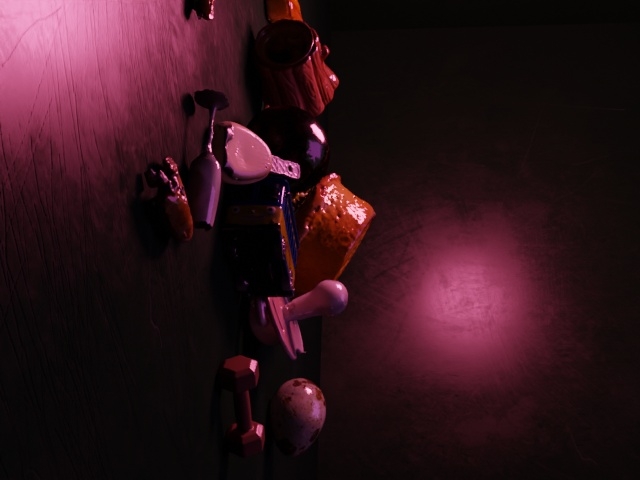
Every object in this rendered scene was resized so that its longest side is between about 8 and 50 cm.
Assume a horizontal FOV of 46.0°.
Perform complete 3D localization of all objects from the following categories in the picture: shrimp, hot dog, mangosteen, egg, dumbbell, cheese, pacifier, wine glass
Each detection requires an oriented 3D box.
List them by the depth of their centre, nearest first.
[{"bbox_3d":[-0.238,-0.070,1.194,0.187,0.051,0.133,90,-17,-67],"label":"shrimp"},{"bbox_3d":[-0.208,-0.139,1.362,0.074,0.074,0.262,74,18,-71],"label":"wine glass"},{"bbox_3d":[-0.220,-0.464,1.403,0.056,0.041,0.133,97,-9,-64],"label":"hot dog"},{"bbox_3d":[-0.129,-0.167,1.596,0.251,0.054,0.127,12,76,-50],"label":"cheese"},{"bbox_3d":[-0.170,0.364,1.643,0.082,0.092,0.231,-33,128,-49],"label":"dumbbell"},{"bbox_3d":[-0.103,-0.201,1.829,0.265,0.228,0.228,-48,160,-16],"label":"mangosteen"},{"bbox_3d":[-0.078,0.185,1.972,0.332,0.273,0.221,20,87,-83],"label":"pacifier"},{"bbox_3d":[-0.071,0.526,2.247,0.169,0.169,0.231,62,38,-78],"label":"egg"}]

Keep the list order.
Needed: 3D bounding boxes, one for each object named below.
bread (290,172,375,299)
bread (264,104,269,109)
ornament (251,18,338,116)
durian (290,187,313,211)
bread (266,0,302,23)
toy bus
[{"bbox_3d":[0.000,0.000,2.224,0.398,0.215,0.398,-58,176,-7],"label":"bread"},{"bbox_3d":[-0.151,-0.433,2.223,0.139,0.084,0.074,-56,165,-14],"label":"bread"},{"bbox_3d":[-0.072,-0.464,2.045,0.218,0.221,0.235,70,12,-63],"label":"ornament"},{"bbox_3d":[-0.111,-0.173,2.325,0.169,0.158,0.352,-53,-166,30],"label":"durian"},{"bbox_3d":[-0.107,-0.698,2.293,0.245,0.094,0.102,7,78,-84],"label":"bread"},{"bbox_3d":[-0.134,-0.002,1.748,0.288,0.138,0.175,82,10,-55],"label":"toy bus"}]
